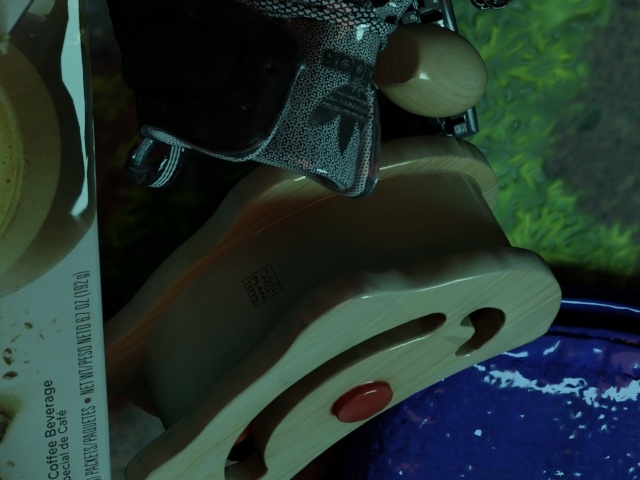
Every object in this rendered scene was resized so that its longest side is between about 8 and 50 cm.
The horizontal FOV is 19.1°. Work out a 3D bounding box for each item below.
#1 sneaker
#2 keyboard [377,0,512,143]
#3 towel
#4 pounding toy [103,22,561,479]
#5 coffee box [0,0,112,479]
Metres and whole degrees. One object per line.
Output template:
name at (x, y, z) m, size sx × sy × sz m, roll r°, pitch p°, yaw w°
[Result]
sneaker at (0.022, -0.100, 0.697) m, size 0.269 × 0.153 × 0.101 m, roll -16°, pitch 159°, yaw 38°
keyboard at (0.035, -0.115, 0.848) m, size 0.108 × 0.023 × 0.180 m, roll -23°, pitch 129°, yaw -8°
towel at (0.100, 0.159, 1.037) m, size 0.228 × 0.076 × 0.308 m, roll 9°, pitch 119°, yaw -20°
pounding toy at (0.000, 0.000, 0.866) m, size 0.154 × 0.155 × 0.269 m, roll 7°, pitch 138°, yaw -48°
coffee box at (-0.181, 0.000, 0.769) m, size 0.168 × 0.119 × 0.297 m, roll -10°, pitch 125°, yaw -18°
